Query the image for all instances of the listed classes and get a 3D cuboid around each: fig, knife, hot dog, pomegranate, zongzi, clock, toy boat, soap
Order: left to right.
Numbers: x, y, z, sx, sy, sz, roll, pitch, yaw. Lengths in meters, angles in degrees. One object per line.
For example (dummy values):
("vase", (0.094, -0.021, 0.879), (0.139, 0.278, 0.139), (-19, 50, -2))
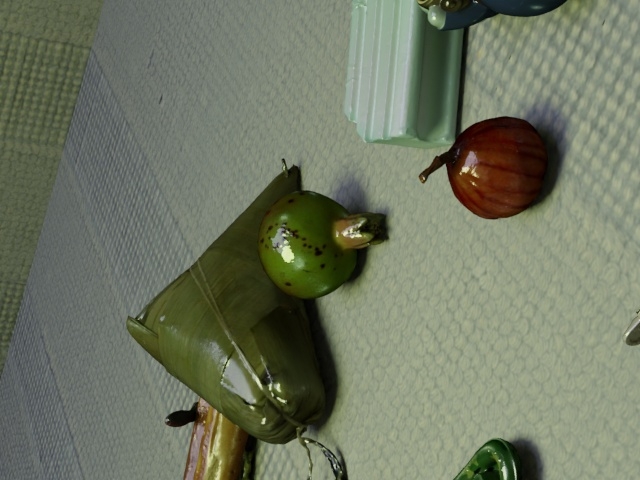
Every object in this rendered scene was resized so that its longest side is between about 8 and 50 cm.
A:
("knife", (-0.216, 0.290, 2.194), (0.247, 0.018, 0.035), (6, -88, -76))
("hot dog", (-0.167, 0.376, 2.158), (0.135, 0.100, 0.337), (-166, 87, -71))
("zongzi", (-0.046, 0.123, 1.972), (0.447, 0.181, 0.418), (34, 85, 39))
("pomegranate", (0.000, 0.000, 1.887), (0.205, 0.159, 0.159), (-14, 69, 33))
("soap", (0.116, -0.270, 1.762), (0.173, 0.095, 0.289), (-3, 82, 62))
("toy boat", (0.184, 0.313, 1.541), (0.210, 0.052, 0.104), (-60, 33, 39))
("fig", (0.194, -0.083, 1.539), (0.128, 0.150, 0.128), (-10, -90, -82))
("clock", (0.217, -0.338, 1.533), (0.243, 0.147, 0.199), (5, 72, 68))

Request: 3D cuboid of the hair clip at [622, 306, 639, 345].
("hair clip", (0.363, 0.015, 1.284), (0.072, 0.034, 0.226), (40, 118, 55))
